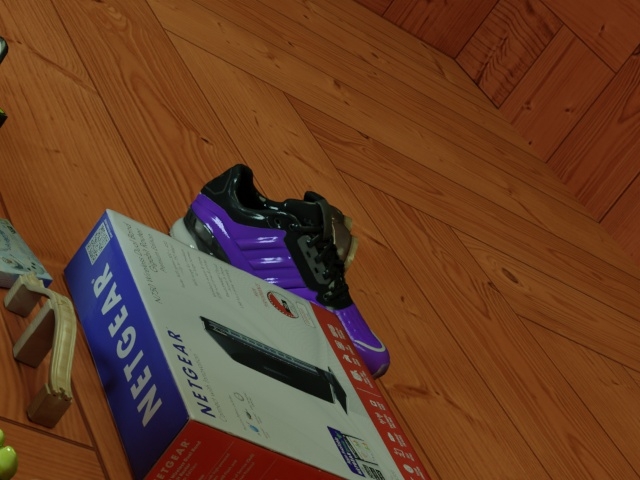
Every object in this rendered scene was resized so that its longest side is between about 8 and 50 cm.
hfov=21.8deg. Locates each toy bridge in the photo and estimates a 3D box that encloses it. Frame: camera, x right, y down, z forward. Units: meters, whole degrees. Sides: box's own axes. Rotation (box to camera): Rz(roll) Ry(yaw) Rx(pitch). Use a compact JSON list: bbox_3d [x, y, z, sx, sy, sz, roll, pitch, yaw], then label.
[{"bbox_3d":[-0.233,0.077,1.406,0.026,0.063,0.188,27,20,-30],"label":"toy bridge"}]

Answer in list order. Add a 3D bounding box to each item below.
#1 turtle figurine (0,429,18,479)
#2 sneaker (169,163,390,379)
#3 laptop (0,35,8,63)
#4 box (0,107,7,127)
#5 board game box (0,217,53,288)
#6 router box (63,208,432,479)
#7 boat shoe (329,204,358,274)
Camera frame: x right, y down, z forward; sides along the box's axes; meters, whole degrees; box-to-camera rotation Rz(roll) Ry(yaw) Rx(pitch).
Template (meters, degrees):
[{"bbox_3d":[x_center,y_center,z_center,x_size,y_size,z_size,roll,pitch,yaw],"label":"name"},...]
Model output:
[{"bbox_3d":[-0.265,0.190,0.980,0.217,0.087,0.269,-7,34,-41],"label":"turtle figurine"},{"bbox_3d":[-0.022,0.026,1.830,0.293,0.146,0.102,40,17,10],"label":"sneaker"},{"bbox_3d":[-0.448,-0.066,0.975,0.382,0.408,0.236,26,-16,-3],"label":"laptop"},{"bbox_3d":[-0.444,-0.186,1.726,0.191,0.045,0.184,46,16,31],"label":"box"},{"bbox_3d":[-0.303,0.009,1.526,0.090,0.020,0.090,48,19,31],"label":"board game box"},{"bbox_3d":[-0.064,0.141,1.546,0.301,0.082,0.335,26,20,-33],"label":"router box"},{"bbox_3d":[0.000,0.000,2.092,0.073,0.073,0.207,32,10,-11],"label":"boat shoe"}]
